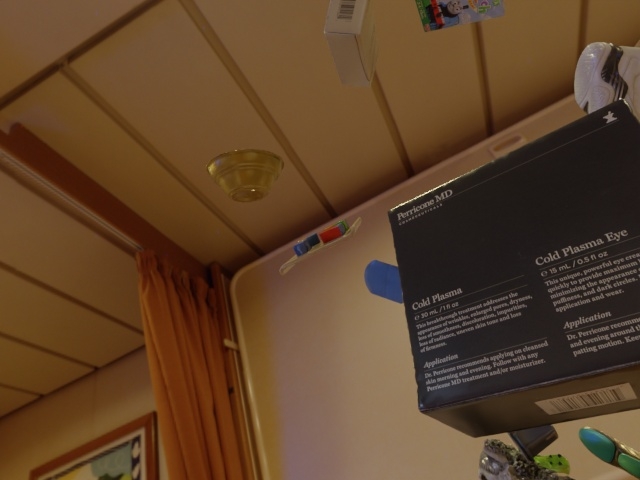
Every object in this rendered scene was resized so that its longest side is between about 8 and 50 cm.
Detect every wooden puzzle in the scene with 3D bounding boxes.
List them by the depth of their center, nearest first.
[{"bbox_3d":[0.000,0.000,1.770,0.347,0.081,0.322,-30,3,13],"label":"wooden puzzle"}]

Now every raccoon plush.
[{"bbox_3d":[0.610,0.588,1.055,0.446,0.299,0.216,-18,-34,-3],"label":"raccoon plush"}]

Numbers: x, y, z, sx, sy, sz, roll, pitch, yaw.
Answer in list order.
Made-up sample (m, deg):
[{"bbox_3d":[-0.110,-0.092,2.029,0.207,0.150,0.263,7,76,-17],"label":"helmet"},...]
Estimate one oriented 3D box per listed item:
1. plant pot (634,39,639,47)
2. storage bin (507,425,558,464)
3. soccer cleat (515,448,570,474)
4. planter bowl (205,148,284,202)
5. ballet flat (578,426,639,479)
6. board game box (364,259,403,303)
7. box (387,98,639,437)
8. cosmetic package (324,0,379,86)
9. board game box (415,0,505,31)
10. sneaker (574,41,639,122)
[{"bbox_3d":[0.808,-0.430,0.957,0.237,0.110,0.237,7,-33,5],"label":"plant pot"},{"bbox_3d":[0.469,0.421,0.998,0.091,0.135,0.098,-36,-54,3],"label":"storage bin"},{"bbox_3d":[0.656,0.676,1.309,0.178,0.060,0.072,-13,-61,38],"label":"soccer cleat"},{"bbox_3d":[-0.203,-0.163,1.201,0.217,0.091,0.217,-8,-14,-2],"label":"planter bowl"},{"bbox_3d":[0.796,0.568,1.148,0.067,0.206,0.073,11,-81,-28],"label":"ballet flat"},{"bbox_3d":[0.224,0.127,1.409,0.033,0.168,0.133,-35,-47,-48],"label":"board game box"},{"bbox_3d":[0.292,0.051,0.565,0.343,0.313,0.179,-25,-43,28],"label":"box"},{"bbox_3d":[0.106,-0.633,1.368,0.113,0.160,0.309,11,-4,14],"label":"cosmetic package"},{"bbox_3d":[0.356,-0.634,1.118,0.211,0.039,0.160,1,-25,30],"label":"board game box"},{"bbox_3d":[0.658,-0.237,0.877,0.210,0.366,0.137,-3,-10,11],"label":"sneaker"}]
